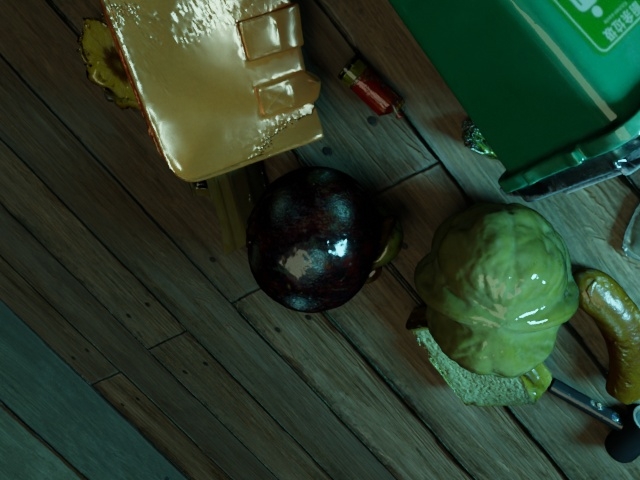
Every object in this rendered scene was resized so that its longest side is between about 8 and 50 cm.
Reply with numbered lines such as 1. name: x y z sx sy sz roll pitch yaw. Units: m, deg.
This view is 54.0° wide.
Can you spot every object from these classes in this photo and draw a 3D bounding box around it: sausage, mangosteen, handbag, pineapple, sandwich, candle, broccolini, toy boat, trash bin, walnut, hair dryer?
1. sausage: 0.536 0.172 1.133 0.103 0.076 0.302 -10 120 35
2. mangosteen: 0.000 0.000 1.187 0.288 0.288 0.288 17 133 19
3. handbag: -0.174 -0.323 1.021 0.303 0.116 0.410 -20 123 -9
4. pineapple: -0.386 -0.358 1.245 0.224 0.076 0.225 19 135 20
5. sandwich: 0.327 0.231 1.299 0.251 0.087 0.226 50 145 -15
6. candle: 0.091 -0.253 1.064 0.130 0.052 0.052 41 136 -6
7. broccolini: 0.317 -0.143 1.040 0.194 0.054 0.052 23 165 3
8. toy boat: -0.214 -0.159 1.263 0.162 0.136 0.445 3 128 19
9. trash bin: 0.271 -0.262 0.798 0.381 0.259 0.295 49 161 -4
10. walnut: 0.295 0.074 1.060 0.253 0.277 0.282 30 115 -2
11. hair dryer: 0.556 0.353 1.295 0.255 0.070 0.128 29 137 18

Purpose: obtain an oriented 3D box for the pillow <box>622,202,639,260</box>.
1. pillow: 0.603 0.011 0.985 0.232 0.038 0.131 20 137 16
